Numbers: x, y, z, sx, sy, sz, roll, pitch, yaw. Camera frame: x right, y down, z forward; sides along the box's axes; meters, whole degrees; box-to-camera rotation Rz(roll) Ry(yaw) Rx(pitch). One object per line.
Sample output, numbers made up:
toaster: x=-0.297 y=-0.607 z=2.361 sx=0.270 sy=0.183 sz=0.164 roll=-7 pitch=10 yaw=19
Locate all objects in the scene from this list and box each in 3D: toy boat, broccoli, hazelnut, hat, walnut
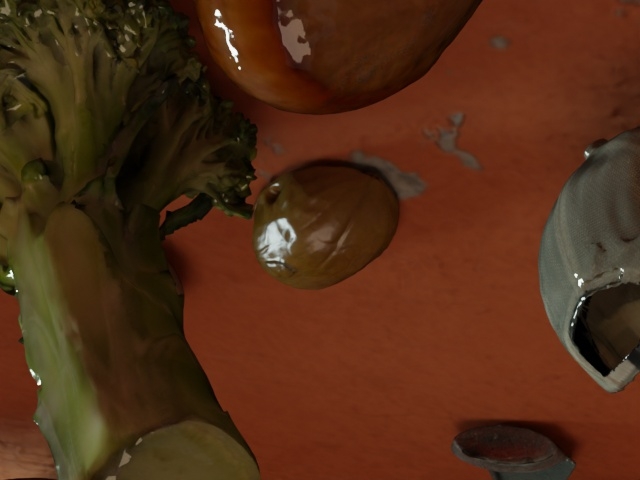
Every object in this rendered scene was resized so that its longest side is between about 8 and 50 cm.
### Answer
toy boat: x=0.157 y=0.184 z=1.381 sx=0.096 sy=0.034 sz=0.122 roll=3 pitch=148 yaw=21
broccoli: x=-0.116 y=-0.002 z=1.016 sx=0.361 sy=0.252 sz=0.221 roll=36 pitch=168 yaw=44
hazelnut: x=0.010 y=-0.157 z=0.920 sx=0.182 sy=0.182 sz=0.182 roll=10 pitch=141 yaw=8
hat: x=0.259 y=0.005 z=1.043 sx=0.275 sy=0.161 sz=0.232 roll=3 pitch=158 yaw=-21
walnut: x=0.000 y=0.000 z=1.191 sx=0.091 sy=0.052 sz=0.121 roll=29 pitch=142 yaw=-20

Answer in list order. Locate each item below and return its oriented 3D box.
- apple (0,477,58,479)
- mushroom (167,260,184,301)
apple: x=-0.232 y=0.335 z=1.495 sx=0.306 sy=0.305 sz=0.235 roll=16 pitch=124 yaw=0
mushroom: x=-0.141 y=0.045 z=1.270 sx=0.085 sy=0.079 sz=0.085 roll=9 pitch=137 yaw=8
